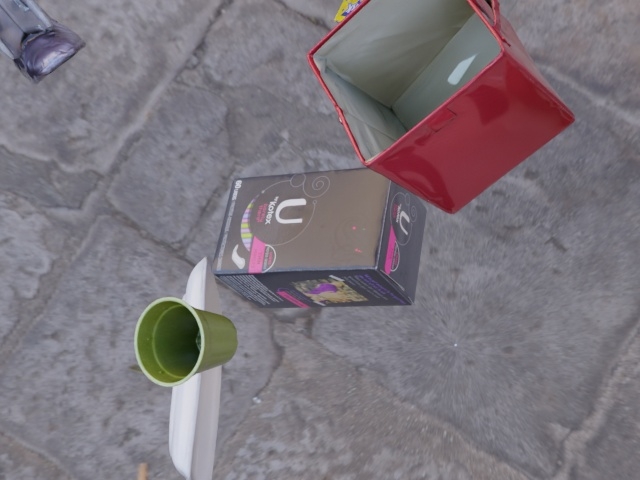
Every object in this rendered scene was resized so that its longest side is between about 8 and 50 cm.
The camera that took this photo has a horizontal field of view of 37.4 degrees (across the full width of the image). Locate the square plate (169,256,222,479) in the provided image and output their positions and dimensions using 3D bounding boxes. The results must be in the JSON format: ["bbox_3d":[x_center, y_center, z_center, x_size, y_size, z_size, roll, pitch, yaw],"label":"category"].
[{"bbox_3d":[-0.204,0.245,1.578,0.049,0.344,0.347,3,68,-1],"label":"square plate"}]

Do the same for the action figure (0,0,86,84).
[{"bbox_3d":[-0.236,-0.184,0.447,0.185,0.099,0.285,-34,109,7],"label":"action figure"}]

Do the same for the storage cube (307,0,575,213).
[{"bbox_3d":[0.138,-0.174,1.066,0.215,0.193,0.183,-39,56,21],"label":"storage cube"}]

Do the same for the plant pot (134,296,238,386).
[{"bbox_3d":[-0.121,0.096,0.911,0.083,0.079,0.083,-2,85,31],"label":"plant pot"}]

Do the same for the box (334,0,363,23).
[{"bbox_3d":[0.100,-0.288,1.340,0.059,0.169,0.054,26,88,47],"label":"box"}]

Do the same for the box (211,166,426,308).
[{"bbox_3d":[0.000,0.000,1.395,0.270,0.143,0.165,-3,63,28],"label":"box"}]
